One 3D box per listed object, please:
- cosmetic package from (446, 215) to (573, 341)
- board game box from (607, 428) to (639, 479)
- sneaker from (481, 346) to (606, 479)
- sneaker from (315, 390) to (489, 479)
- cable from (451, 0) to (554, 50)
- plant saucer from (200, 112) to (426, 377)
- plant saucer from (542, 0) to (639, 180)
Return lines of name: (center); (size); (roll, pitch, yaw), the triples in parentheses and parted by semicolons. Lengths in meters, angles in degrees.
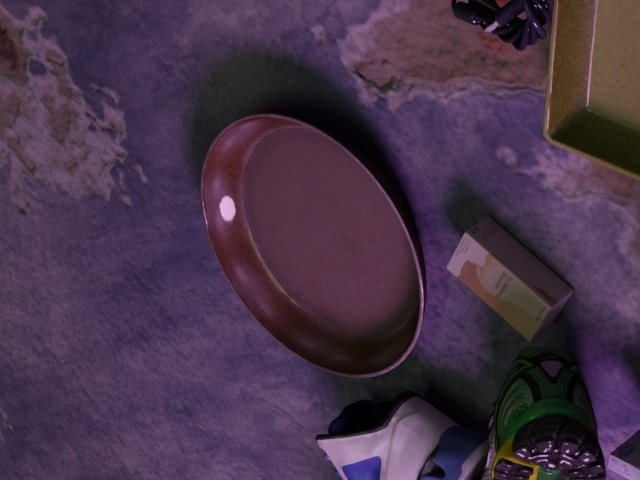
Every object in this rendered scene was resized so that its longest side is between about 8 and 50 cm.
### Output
cosmetic package: (0.184, 0.037, 1.783); (0.115, 0.041, 0.060); (42, 139, 18)
board game box: (0.330, 0.205, 1.707); (0.090, 0.090, 0.020); (27, 129, 32)
sneaker: (0.224, 0.233, 1.831); (0.134, 0.146, 0.343); (6, 144, 0)
sneaker: (0.078, 0.275, 2.010); (0.182, 0.127, 0.315); (41, 132, 24)
cable: (0.153, -0.255, 1.573); (0.150, 0.047, 0.184); (50, 145, 45)
plant saucer: (0.000, 0.000, 1.945); (0.310, 0.050, 0.310); (27, 132, 33)
plant saucer: (0.283, -0.141, 1.551); (0.188, 0.045, 0.188); (27, 133, 33)
